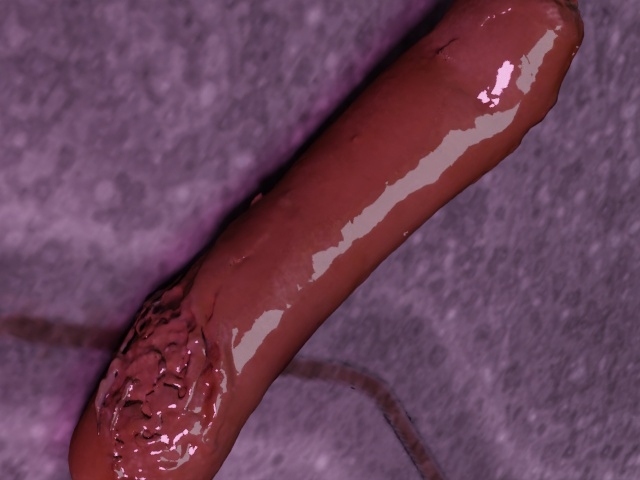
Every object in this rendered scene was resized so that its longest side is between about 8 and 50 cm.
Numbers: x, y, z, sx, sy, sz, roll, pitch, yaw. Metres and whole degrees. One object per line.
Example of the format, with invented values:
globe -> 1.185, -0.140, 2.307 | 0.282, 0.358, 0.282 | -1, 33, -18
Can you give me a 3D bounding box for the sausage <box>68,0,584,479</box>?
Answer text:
sausage -> 0.001, 0.000, 0.773 | 0.304, 0.078, 0.078 | -48, 140, -5
